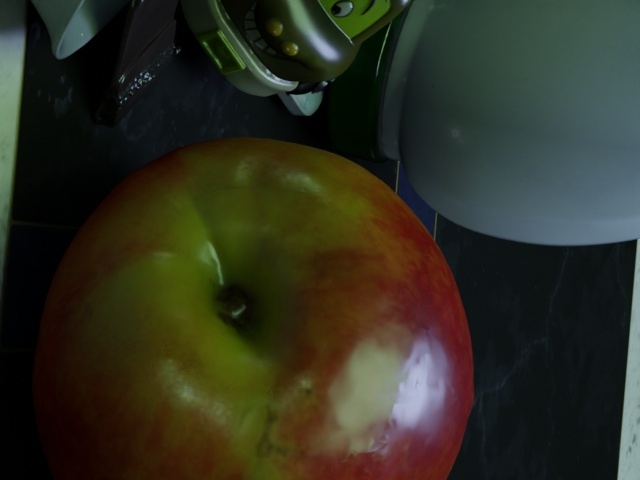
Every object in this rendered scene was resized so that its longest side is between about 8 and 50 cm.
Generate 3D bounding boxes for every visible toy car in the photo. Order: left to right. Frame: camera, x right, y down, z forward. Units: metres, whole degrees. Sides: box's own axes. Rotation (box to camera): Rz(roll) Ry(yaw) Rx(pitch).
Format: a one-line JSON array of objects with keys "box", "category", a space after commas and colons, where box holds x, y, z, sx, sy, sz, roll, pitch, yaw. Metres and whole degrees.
[{"box": [0.011, -0.255, 1.689, 0.204, 0.198, 0.248, 55, 49, -26], "category": "toy car"}]

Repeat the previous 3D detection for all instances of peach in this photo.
[{"box": [-0.053, 0.117, 1.540, 0.388, 0.388, 0.388, -14, 106, -59], "category": "peach"}]

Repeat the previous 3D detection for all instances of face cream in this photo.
[{"box": [0.205, -0.146, 1.883, 0.219, 0.357, 0.312, 82, 28, -58], "category": "face cream"}]

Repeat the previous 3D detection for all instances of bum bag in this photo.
[{"box": [-0.141, -0.174, 1.578, 0.109, 0.026, 0.159, -54, 172, -40], "category": "bum bag"}]

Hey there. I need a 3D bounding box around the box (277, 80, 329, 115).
[{"box": [0.001, -0.271, 1.872, 0.142, 0.044, 0.285, 53, 49, -43], "category": "box"}]

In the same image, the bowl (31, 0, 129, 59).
[{"box": [-0.151, -0.317, 1.437, 0.345, 0.157, 0.345, -52, -177, 3], "category": "bowl"}]
